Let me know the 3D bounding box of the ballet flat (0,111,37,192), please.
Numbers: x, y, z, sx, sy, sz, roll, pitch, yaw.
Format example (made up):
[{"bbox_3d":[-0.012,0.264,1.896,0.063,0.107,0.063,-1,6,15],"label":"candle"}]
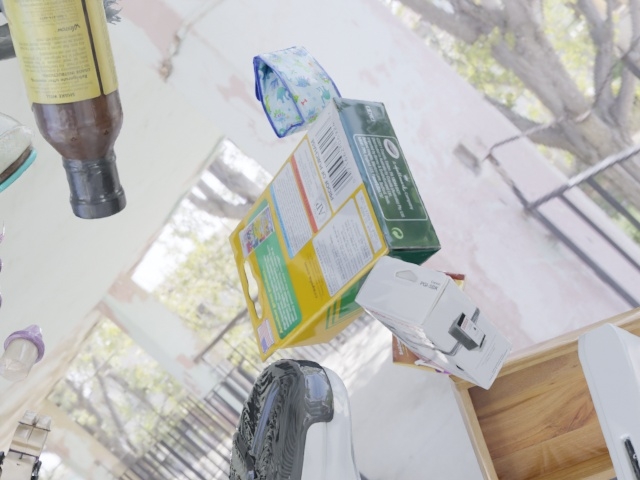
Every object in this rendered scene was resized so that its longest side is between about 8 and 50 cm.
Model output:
[{"bbox_3d":[-0.185,-0.052,0.385,0.057,0.052,0.168,-53,25,-20],"label":"ballet flat"}]

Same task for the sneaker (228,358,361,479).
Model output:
[{"bbox_3d":[0.053,0.306,0.705,0.169,0.257,0.448,-133,43,-64],"label":"sneaker"}]

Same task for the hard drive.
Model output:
[{"bbox_3d":[0.334,0.199,0.600,0.040,0.307,0.203,-36,45,36],"label":"hard drive"}]

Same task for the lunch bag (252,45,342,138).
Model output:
[{"bbox_3d":[-0.047,-0.276,1.347,0.096,0.151,0.128,-23,3,44],"label":"lunch bag"}]

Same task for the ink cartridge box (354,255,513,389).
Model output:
[{"bbox_3d":[0.113,0.082,0.740,0.099,0.135,0.056,17,69,51],"label":"ink cartridge box"}]

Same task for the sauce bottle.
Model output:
[{"bbox_3d":[-0.299,-0.192,0.888,0.111,0.111,0.345,-52,-37,-57],"label":"sauce bottle"}]

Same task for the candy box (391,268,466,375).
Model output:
[{"bbox_3d":[0.169,0.128,1.172,0.053,0.109,0.187,-63,-24,-47],"label":"candy box"}]

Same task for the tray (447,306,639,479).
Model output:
[{"bbox_3d":[0.416,0.228,1.083,0.410,0.203,0.076,-19,1,0],"label":"tray"}]

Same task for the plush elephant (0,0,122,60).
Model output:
[{"bbox_3d":[-0.565,-0.497,1.382,0.330,0.255,0.272,-23,-28,-52],"label":"plush elephant"}]

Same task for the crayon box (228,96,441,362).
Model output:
[{"bbox_3d":[0.000,0.000,0.942,0.083,0.203,0.323,-2,-28,-33],"label":"crayon box"}]

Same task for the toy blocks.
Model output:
[{"bbox_3d":[-0.521,0.156,1.113,0.260,0.308,0.289,-89,19,-59],"label":"toy blocks"}]
